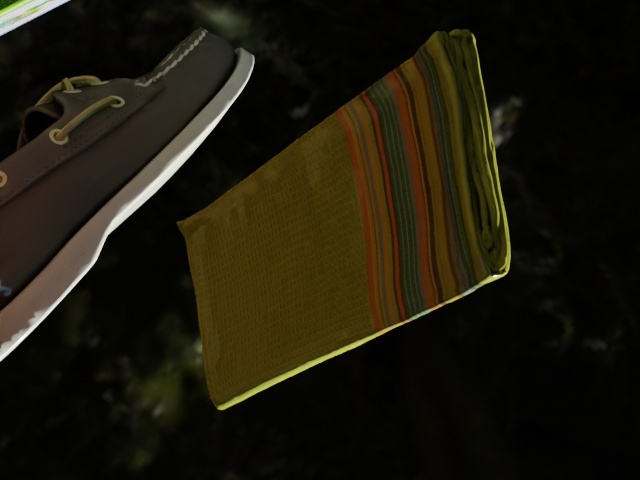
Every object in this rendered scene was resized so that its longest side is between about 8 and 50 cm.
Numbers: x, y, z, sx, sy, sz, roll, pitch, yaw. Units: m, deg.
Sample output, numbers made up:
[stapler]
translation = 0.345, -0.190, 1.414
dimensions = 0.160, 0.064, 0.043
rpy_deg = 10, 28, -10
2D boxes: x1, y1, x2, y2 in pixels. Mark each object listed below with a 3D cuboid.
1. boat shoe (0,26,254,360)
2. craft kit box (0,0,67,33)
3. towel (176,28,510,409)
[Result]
[boat shoe]
translation = -0.143, -0.046, 0.970
dimensions = 0.109, 0.091, 0.305
rpy_deg = -40, -170, 48
[craft kit box]
translation = -0.271, -0.179, 1.256
dimensions = 0.250, 0.061, 0.246
rpy_deg = -24, -168, 15
[towel]
translation = 0.000, 0.000, 0.711
dimensions = 0.237, 0.021, 0.102
rpy_deg = -31, -118, 54
